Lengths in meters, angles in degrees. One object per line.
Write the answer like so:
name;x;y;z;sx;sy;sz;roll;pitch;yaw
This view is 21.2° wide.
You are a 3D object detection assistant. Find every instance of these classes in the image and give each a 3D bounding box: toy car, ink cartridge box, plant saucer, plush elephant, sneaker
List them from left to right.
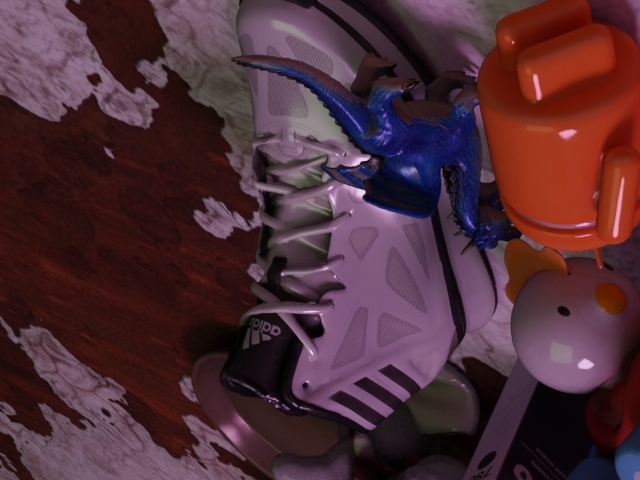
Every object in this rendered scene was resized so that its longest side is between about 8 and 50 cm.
plant saucer;-0.036;0.223;2.075;0.278;0.041;0.278;29;150;19
sneaker;0.001;0.001;1.490;0.169;0.257;0.447;12;141;40
plush elephant;0.074;0.268;1.810;0.255;0.330;0.272;47;142;31
ink cartridge box;0.212;0.211;1.471;0.165;0.332;0.065;45;132;-11
toy car;0.240;0.081;1.378;0.238;0.219;0.210;44;151;4

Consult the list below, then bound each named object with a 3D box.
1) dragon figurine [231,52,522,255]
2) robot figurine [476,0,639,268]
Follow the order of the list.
dragon figurine;0.059;-0.069;1.382;0.085;0.289;0.144;39;118;54
robot figurine;0.189;-0.079;1.293;0.158;0.128;0.219;19;146;32
